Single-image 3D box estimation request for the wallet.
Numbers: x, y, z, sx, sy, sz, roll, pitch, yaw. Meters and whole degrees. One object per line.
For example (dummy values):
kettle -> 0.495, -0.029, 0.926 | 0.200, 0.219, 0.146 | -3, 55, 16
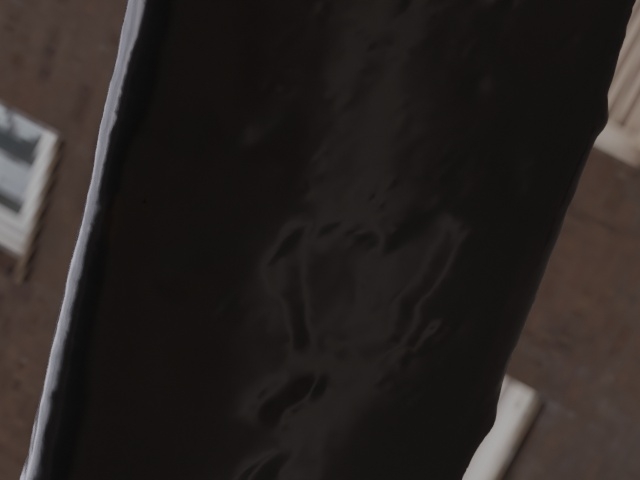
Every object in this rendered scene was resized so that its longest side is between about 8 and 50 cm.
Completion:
wallet -> 0.000, 0.000, 0.696 | 0.051, 0.197, 0.377 | -120, 39, -51
